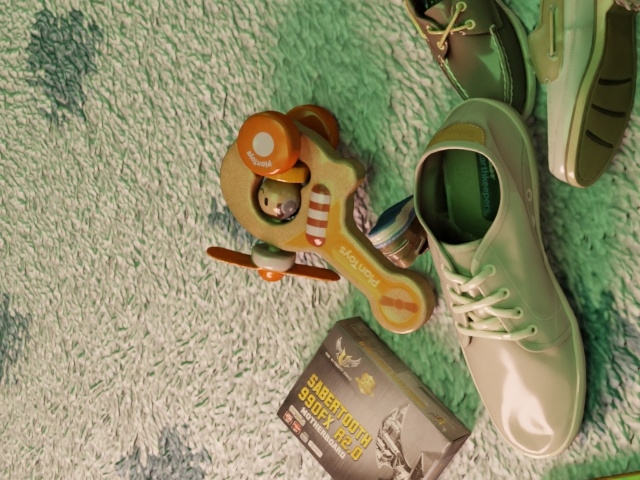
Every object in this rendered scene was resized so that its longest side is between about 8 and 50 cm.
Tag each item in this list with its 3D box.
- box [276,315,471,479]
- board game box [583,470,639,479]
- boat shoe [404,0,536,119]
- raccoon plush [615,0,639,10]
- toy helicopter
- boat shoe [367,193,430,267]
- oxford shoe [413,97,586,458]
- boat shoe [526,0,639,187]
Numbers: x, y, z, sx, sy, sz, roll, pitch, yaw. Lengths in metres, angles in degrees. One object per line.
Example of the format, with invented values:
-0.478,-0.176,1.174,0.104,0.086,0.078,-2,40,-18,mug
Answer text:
0.067,0.246,1.757,0.231,0.056,0.183,46,122,24,box
0.369,0.338,1.546,0.259,0.039,0.124,-20,84,41,board game box
0.160,-0.285,1.586,0.116,0.097,0.324,-26,80,36,boat shoe
0.442,-0.158,1.328,0.299,0.216,0.446,6,100,45,raccoon plush
0.000,0.000,1.734,0.355,0.140,0.235,44,116,14,toy helicopter
0.107,-0.010,1.623,0.066,0.183,0.066,-30,96,26,boat shoe
0.205,0.058,1.556,0.169,0.130,0.449,-3,106,36,oxford shoe
0.294,-0.213,1.490,0.103,0.113,0.302,11,92,38,boat shoe
